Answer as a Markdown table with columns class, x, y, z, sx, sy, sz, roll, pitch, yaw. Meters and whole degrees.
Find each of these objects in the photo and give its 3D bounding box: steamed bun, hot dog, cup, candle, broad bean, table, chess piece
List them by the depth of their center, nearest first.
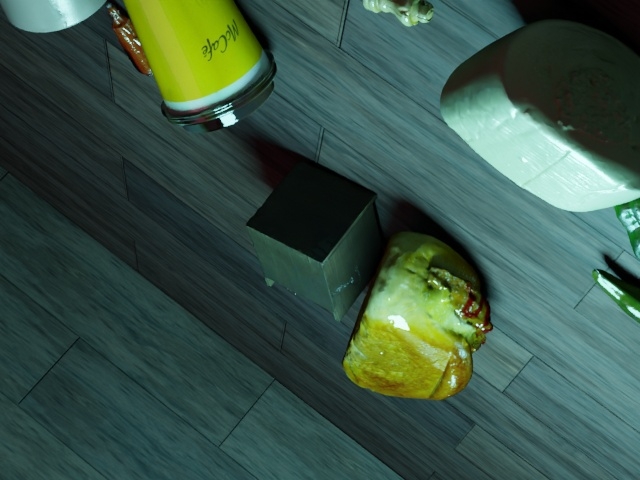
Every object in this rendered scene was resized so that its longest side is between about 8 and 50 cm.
| class | x | y | z | sx | sy | sz | roll | pitch | yaw |
| --- | --- | --- | --- | --- | --- | --- | --- | --- | --- |
| steamed bun | 0.279 | -0.147 | 1.388 | 0.250 | 0.154 | 0.200 | 37 | 163 | -9 |
| chess piece | 0.071 | -0.319 | 1.543 | 0.172 | 0.060 | 0.060 | 27 | 156 | 25 |
| broad bean | 0.502 | 0.134 | 1.729 | 0.297 | 0.043 | 0.060 | 42 | 169 | -8 |
| cup | -0.193 | -0.314 | 1.839 | 0.196 | 0.196 | 0.279 | 16 | 140 | 48 |
| cup | -0.426 | -0.474 | 1.937 | 0.253 | 0.191 | 0.200 | 1 | 143 | 14 |
| hot dog | 0.176 | 0.149 | 2.091 | 0.223 | 0.185 | 0.405 | 22 | 156 | 3 |
| table | 0.000 | 0.000 | 2.133 | 0.169 | 0.172 | 0.193 | 26 | 153 | 27 |
| candle | -0.340 | -0.368 | 2.172 | 0.053 | 0.048 | 0.162 | -7 | 139 | 23 |

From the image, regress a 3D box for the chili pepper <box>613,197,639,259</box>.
| class | x | y | z | sx | sy | sz | roll | pitch | yaw |
| --- | --- | --- | --- | --- | --- | --- | --- | --- | --- |
| chili pepper | 0.455 | 0.014 | 1.519 | 0.253 | 0.083 | 0.099 | 43 | 150 | -16 |
